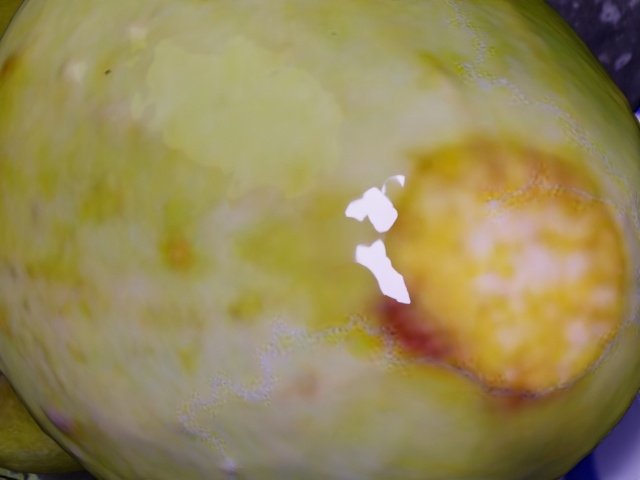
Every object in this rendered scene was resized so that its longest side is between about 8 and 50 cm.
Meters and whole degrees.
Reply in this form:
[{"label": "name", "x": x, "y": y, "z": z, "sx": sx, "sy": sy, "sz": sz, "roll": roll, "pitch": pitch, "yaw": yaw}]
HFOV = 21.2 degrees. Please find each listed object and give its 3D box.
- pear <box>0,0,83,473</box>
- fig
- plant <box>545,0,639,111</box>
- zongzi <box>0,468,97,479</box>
[{"label": "pear", "x": -0.130, "y": -0.015, "z": 0.910, "sx": 0.269, "sy": 0.269, "sz": 0.321, "roll": -42, "pitch": 12, "yaw": 33}, {"label": "fig", "x": 0.000, "y": 0.000, "z": 0.637, "sx": 0.258, "sy": 0.258, "sz": 0.326, "roll": -50, "pitch": 24, "yaw": -4}, {"label": "plant", "x": 0.056, "y": -0.174, "z": 0.872, "sx": 0.188, "sy": 0.276, "sz": 0.199, "roll": -48, "pitch": 24, "yaw": -23}, {"label": "zongzi", "x": -0.102, "y": 0.111, "z": 1.057, "sx": 0.317, "sy": 0.154, "sz": 0.289, "roll": 12, "pitch": 40, "yaw": 41}]
